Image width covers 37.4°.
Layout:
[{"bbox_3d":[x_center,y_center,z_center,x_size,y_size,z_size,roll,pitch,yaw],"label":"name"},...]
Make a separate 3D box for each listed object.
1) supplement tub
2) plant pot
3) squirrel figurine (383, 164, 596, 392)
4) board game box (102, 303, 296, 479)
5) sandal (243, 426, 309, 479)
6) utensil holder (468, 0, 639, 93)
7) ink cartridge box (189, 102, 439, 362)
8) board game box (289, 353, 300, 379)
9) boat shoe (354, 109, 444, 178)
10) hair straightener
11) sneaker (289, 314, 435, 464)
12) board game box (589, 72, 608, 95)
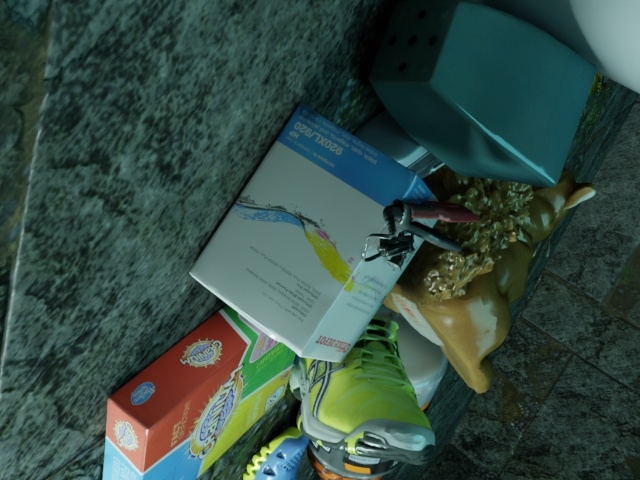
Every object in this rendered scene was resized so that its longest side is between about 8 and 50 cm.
[{"bbox_3d":[0.089,0.291,1.726,0.207,0.207,0.338,-37,153,-44],"label":"supplement tub"},{"bbox_3d":[0.185,-0.192,1.150,0.234,0.165,0.166,26,82,-40],"label":"plant pot"},{"bbox_3d":[0.270,-0.023,1.520,0.370,0.281,0.397,-43,150,-11],"label":"squirrel figurine"},{"bbox_3d":[-0.146,0.202,1.227,0.316,0.064,0.242,-39,155,-41],"label":"board game box"},{"bbox_3d":[-0.082,0.478,1.723,0.126,0.138,0.317,-22,139,-56],"label":"sandal"},{"bbox_3d":[0.416,-0.359,1.200,0.327,0.385,0.328,-48,160,-24],"label":"utensil holder"},{"bbox_3d":[0.000,0.000,1.094,0.233,0.168,0.171,-57,161,0],"label":"ink cartridge box"},{"bbox_3d":[-0.001,0.130,1.471,0.194,0.060,0.194,-35,152,-46],"label":"board game box"},{"bbox_3d":[0.147,-0.143,1.323,0.301,0.108,0.102,-38,154,-38],"label":"boat shoe"},{"bbox_3d":[0.104,0.002,1.017,0.089,0.047,0.230,-63,159,14],"label":"hair straightener"},{"bbox_3d":[0.045,0.169,1.205,0.384,0.145,0.147,-147,-107,-72],"label":"sneaker"},{"bbox_3d":[0.471,-0.404,1.624,0.193,0.053,0.305,-24,123,-57],"label":"board game box"}]
